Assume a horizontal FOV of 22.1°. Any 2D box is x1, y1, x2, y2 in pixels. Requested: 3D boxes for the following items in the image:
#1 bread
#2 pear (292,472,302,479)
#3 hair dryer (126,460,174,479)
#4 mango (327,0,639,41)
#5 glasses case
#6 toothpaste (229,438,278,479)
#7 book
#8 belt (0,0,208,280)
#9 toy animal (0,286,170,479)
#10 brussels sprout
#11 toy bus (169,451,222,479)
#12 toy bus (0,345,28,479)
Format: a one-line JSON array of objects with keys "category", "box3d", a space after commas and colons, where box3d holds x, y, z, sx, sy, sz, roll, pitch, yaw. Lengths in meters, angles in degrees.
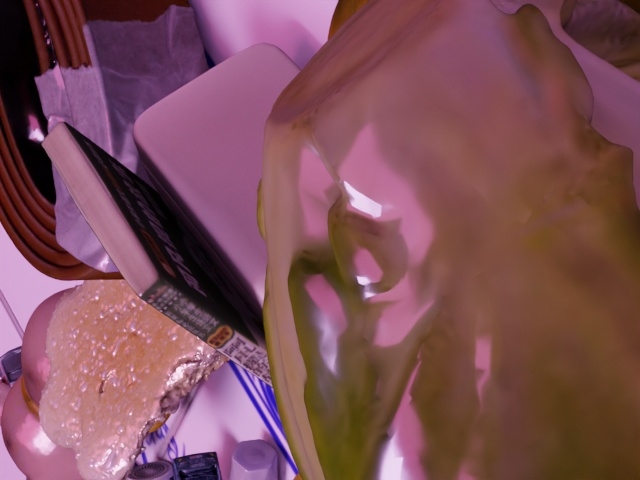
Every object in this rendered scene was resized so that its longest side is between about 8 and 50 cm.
[{"category": "bread", "box3d": [-0.165, 0.083, 1.415, 0.251, 0.039, 0.182, -52, 58, 15]}, {"category": "pear", "box3d": [0.080, 0.235, 0.972, 0.271, 0.271, 0.271, 33, 132, 45]}, {"category": "hair dryer", "box3d": [-0.182, 0.256, 1.652, 0.137, 0.047, 0.082, 19, 122, 59]}, {"category": "mango", "box3d": [0.115, -0.135, 0.896, 0.289, 0.129, 0.146, -14, 85, 55]}, {"category": "glasses case", "box3d": [0.000, 0.000, 1.134, 0.313, 0.131, 0.070, 49, 166, 31]}, {"category": "toothpaste", "box3d": [-0.063, 0.258, 1.471, 0.067, 0.043, 0.194, 52, 149, 42]}, {"category": "book", "box3d": [-0.076, 0.035, 1.188, 0.264, 0.027, 0.202, 39, -170, -43]}, {"category": "belt", "box3d": [-0.191, -0.122, 1.350, 0.217, 0.122, 0.338, -32, 71, 44]}, {"category": "toy animal", "box3d": [-0.227, 0.141, 1.572, 0.248, 0.149, 0.165, -60, 40, 38]}, {"category": "brussels sprout", "box3d": [0.125, 0.053, 0.751, 0.371, 0.276, 0.315, 39, 109, -7]}, {"category": "toy bus", "box3d": [-0.109, 0.264, 1.505, 0.166, 0.047, 0.065, 91, 166, -46]}, {"category": "toy bus", "box3d": [-0.281, 0.195, 1.725, 0.174, 0.079, 0.077, 67, -170, 11]}]
